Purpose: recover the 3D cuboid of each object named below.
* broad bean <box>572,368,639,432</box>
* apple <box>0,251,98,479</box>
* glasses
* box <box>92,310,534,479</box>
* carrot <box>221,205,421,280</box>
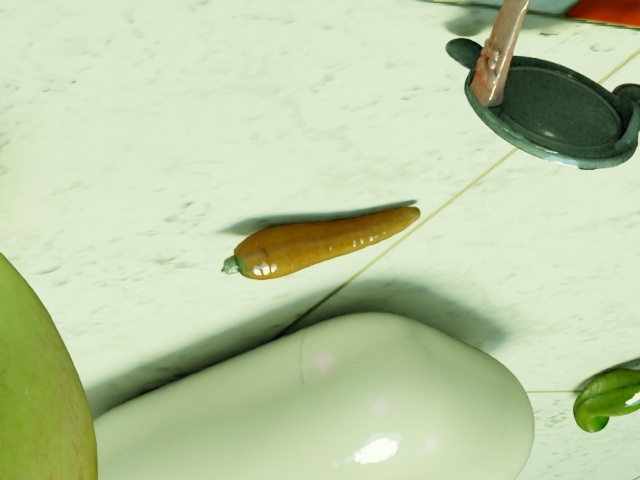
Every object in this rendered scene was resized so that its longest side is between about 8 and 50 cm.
[{"bbox_3d":[0.319,0.128,1.686,0.214,0.048,0.070,-28,153,33],"label":"broad bean"},{"bbox_3d":[-0.277,0.130,0.987,0.319,0.277,0.319,-41,-179,1],"label":"apple"},{"bbox_3d":[0.209,-0.161,0.959,0.234,0.118,0.268,-3,135,-21],"label":"glasses"},{"bbox_3d":[-0.018,0.174,1.477,0.349,0.141,0.289,-23,155,22],"label":"box"},{"bbox_3d":[0.000,0.000,1.220,0.142,0.035,0.035,-15,159,-18],"label":"carrot"}]
